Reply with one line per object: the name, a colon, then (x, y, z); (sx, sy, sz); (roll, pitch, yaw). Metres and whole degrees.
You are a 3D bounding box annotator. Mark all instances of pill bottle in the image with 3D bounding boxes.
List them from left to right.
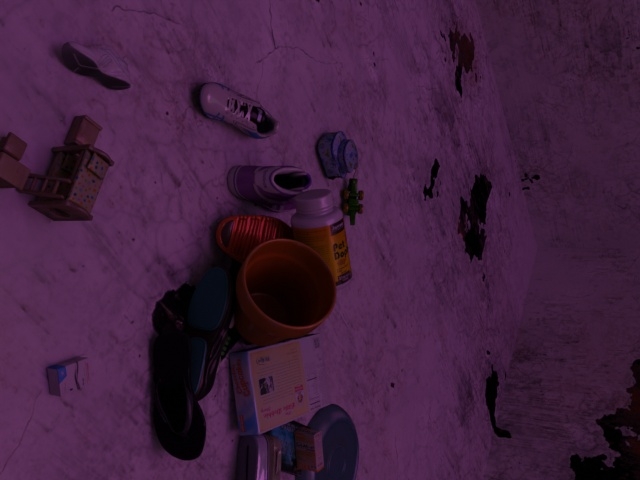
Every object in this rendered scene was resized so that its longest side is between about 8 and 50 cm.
pill bottle: (0.000, 0.000, 1.570); (0.117, 0.117, 0.215); (-37, 123, -53)

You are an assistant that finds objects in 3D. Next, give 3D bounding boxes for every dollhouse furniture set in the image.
dollhouse furniture set: (-0.415, -0.147, 1.126); (0.161, 0.101, 0.182); (43, 55, -51)

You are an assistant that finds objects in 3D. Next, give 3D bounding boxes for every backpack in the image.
backpack: (0.050, -0.238, 1.931); (0.114, 0.084, 0.105); (64, 37, -33)

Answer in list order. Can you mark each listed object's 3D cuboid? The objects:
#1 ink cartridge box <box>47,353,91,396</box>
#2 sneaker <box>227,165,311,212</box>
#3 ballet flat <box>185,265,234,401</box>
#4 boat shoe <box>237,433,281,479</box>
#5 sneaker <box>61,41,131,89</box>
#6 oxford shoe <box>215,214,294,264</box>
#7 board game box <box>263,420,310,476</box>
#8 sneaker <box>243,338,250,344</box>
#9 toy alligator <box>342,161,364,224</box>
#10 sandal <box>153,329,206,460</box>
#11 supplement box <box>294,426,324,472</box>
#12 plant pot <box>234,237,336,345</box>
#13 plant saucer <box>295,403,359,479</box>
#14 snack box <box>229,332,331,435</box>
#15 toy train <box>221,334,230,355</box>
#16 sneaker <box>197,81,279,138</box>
ink cartridge box: (-0.417, 0.226, 1.201); (0.083, 0.028, 0.048); (-18, 106, -59)
sneaker: (-0.070, -0.119, 1.657); (0.282, 0.161, 0.102); (0, 89, -61)
ballet flat: (-0.232, 0.193, 1.466); (0.096, 0.095, 0.281); (32, 73, -66)
boat shoe: (-0.134, 0.587, 1.597); (0.094, 0.109, 0.303); (14, 75, -40)
sneaker: (-0.388, -0.313, 1.227); (0.152, 0.053, 0.061); (23, 62, -64)
oxford shoe: (-0.106, 0.018, 1.653); (0.363, 0.132, 0.130); (19, 88, -40)
board game box: (-0.090, 0.508, 1.764); (0.186, 0.026, 0.126); (41, 56, -52)
sneaker: (-0.109, 0.157, 1.675); (0.108, 0.100, 0.271); (64, 34, -14)
toy alligator: (0.092, -0.137, 2.042); (0.051, 0.056, 0.190); (162, -69, -78)
sandal: (-0.282, 0.302, 1.366); (0.054, 0.097, 0.255); (-173, -107, -88)
supplement box: (-0.029, 0.523, 1.779); (0.036, 0.062, 0.099); (-17, 104, -57)
plant pot: (-0.096, 0.129, 1.503); (0.205, 0.188, 0.205); (13, 55, -19)
plant saucer: (0.032, 0.614, 1.958); (0.317, 0.043, 0.318); (-2, 92, -60)
snack box: (-0.089, 0.336, 1.705); (0.322, 0.060, 0.187); (-1, 81, -59)
toy train: (-0.220, 0.239, 1.548); (0.024, 0.017, 0.083); (45, 52, -37)
sneaker: (-0.176, -0.285, 1.546); (0.237, 0.086, 0.085); (18, 77, -57)
